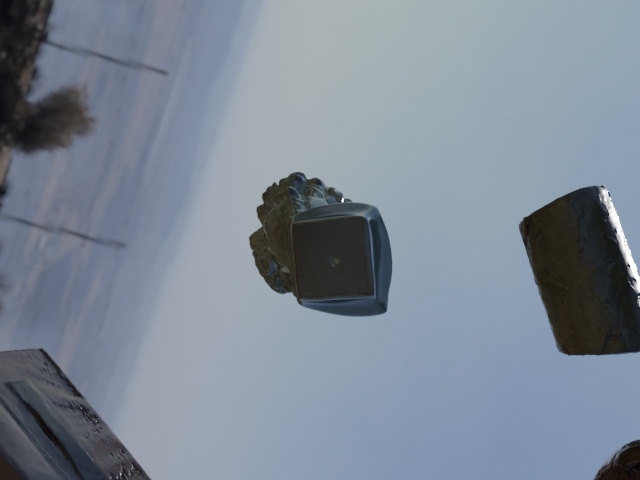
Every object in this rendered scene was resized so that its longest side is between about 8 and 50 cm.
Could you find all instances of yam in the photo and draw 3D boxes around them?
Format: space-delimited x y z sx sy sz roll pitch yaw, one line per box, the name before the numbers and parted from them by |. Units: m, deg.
yam | 0.412 0.058 2.103 0.161 0.161 0.268 141 -68 -81

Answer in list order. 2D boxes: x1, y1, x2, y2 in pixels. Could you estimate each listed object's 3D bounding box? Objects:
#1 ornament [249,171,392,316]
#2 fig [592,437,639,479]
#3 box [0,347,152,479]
ornament | 0.006 0.014 1.343 0.285 0.120 0.130 -137 -134 -73
fig | 0.387 0.299 1.509 0.205 0.205 0.205 -162 -90 -85
box | -0.272 0.243 1.229 0.153 0.252 0.188 -1 127 -54
